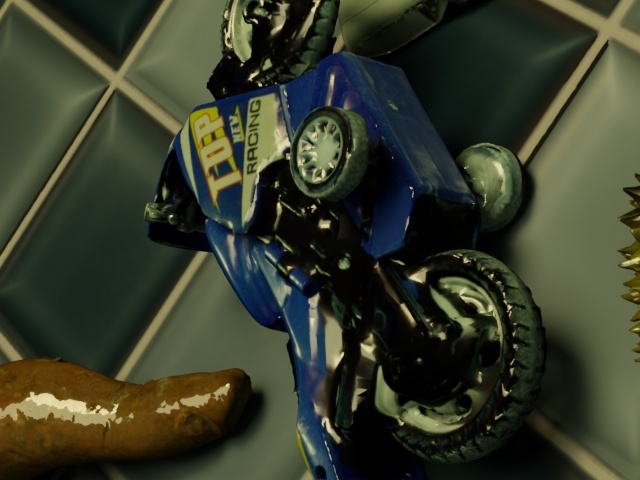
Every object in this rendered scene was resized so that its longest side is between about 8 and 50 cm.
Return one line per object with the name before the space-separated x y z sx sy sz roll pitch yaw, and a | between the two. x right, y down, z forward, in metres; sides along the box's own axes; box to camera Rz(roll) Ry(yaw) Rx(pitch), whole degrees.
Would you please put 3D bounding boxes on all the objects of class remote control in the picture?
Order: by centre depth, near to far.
remote control | 0.076 -0.155 0.931 0.166 0.029 0.065 -31 48 30

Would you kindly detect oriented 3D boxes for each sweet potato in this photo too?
sweet potato | -0.178 0.130 0.999 0.346 0.079 0.108 -36 75 25

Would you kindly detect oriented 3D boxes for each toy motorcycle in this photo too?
toy motorcycle | 0.000 0.000 0.865 0.169 0.113 0.315 -49 49 29

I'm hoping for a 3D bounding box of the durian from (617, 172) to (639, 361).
durian | 0.188 0.018 0.629 0.146 0.159 0.198 -3 33 34
